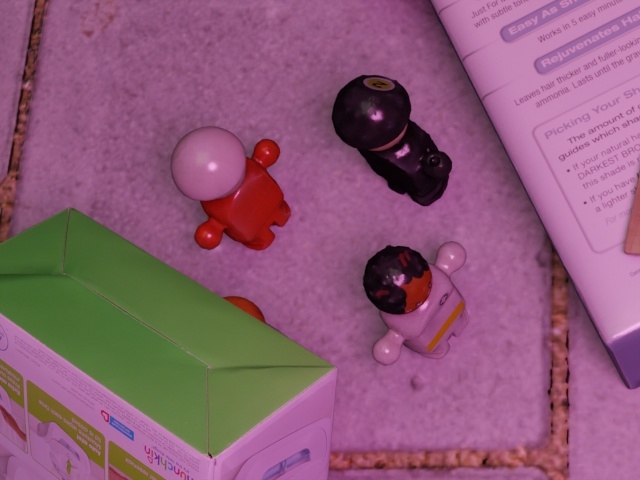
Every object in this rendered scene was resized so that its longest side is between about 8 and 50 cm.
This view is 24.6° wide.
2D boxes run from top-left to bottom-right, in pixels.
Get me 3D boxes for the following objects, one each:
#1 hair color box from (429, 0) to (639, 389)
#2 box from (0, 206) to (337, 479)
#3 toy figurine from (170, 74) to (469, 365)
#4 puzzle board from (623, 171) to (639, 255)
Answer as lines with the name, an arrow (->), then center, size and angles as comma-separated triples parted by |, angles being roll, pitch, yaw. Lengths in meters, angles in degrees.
hair color box -> 0.221, -0.103, 1.080 | 0.185, 0.113, 0.374 | -27, 61, 8
box -> -0.131, 0.145, 1.025 | 0.262, 0.231, 0.127 | 28, 43, 31
toy figurine -> 0.000, 0.000, 1.100 | 0.213, 0.148, 0.209 | -13, 64, 15
puzzle board -> 0.260, -0.043, 0.968 | 0.096, 0.011, 0.128 | 7, 70, 24
